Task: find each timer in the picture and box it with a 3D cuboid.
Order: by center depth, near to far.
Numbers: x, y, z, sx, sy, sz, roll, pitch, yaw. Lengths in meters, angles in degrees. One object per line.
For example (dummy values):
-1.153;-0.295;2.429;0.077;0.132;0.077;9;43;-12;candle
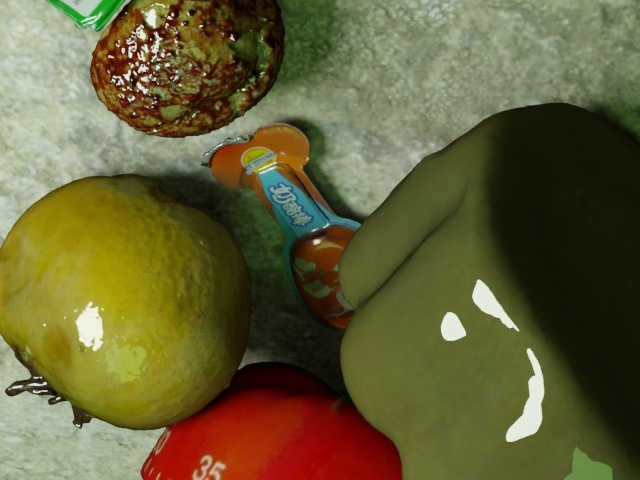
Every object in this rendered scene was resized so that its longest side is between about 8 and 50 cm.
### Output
0.019;0.274;1.253;0.378;0.378;0.279;31;82;-23;timer

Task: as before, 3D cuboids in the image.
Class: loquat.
-0.152;0.056;1.188;0.213;0.213;0.213;1;131;1;loquat

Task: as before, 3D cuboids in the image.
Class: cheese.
0.000;0.000;1.246;0.106;0.037;0.256;-24;127;19;cheese

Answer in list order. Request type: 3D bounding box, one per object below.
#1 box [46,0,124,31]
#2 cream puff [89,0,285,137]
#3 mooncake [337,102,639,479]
-0.195;-0.267;0.979;0.250;0.103;0.180;32;125;-25;box
-0.088;-0.128;1.077;0.149;0.084;0.149;-25;160;-10;cream puff
0.182;0.095;1.112;0.378;0.378;0.201;33;128;-24;mooncake
